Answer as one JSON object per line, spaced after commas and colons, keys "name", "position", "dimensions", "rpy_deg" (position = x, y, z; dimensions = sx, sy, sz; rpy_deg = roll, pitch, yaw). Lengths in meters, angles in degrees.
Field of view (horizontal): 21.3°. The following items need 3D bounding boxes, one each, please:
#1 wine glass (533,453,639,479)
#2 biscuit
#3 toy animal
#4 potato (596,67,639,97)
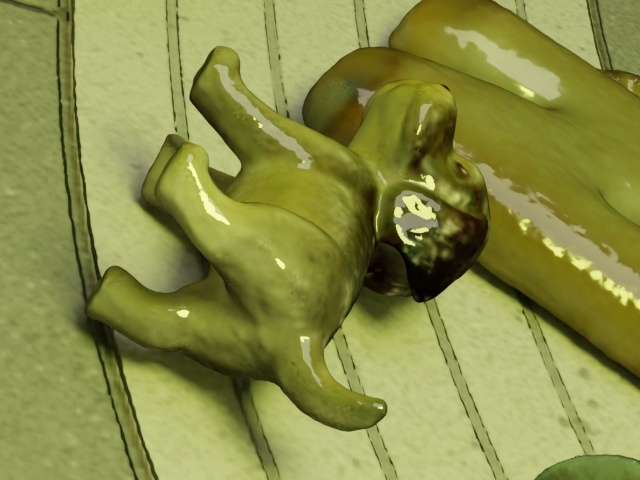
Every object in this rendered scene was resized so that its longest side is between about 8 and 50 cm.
{"name": "wine glass", "position": [-0.005, 0.182, 0.670], "dimensions": [0.264, 0.096, 0.309], "rpy_deg": [15, 31, 20]}
{"name": "biscuit", "position": [0.147, -0.041, 1.027], "dimensions": [0.290, 0.062, 0.237], "rpy_deg": [38, 35, 8]}
{"name": "toy animal", "position": [-0.009, -0.012, 0.826], "dimensions": [0.168, 0.121, 0.233], "rpy_deg": [34, 32, 2]}
{"name": "potato", "position": [0.215, -0.087, 1.146], "dimensions": [0.092, 0.045, 0.046], "rpy_deg": [35, 58, 14]}
